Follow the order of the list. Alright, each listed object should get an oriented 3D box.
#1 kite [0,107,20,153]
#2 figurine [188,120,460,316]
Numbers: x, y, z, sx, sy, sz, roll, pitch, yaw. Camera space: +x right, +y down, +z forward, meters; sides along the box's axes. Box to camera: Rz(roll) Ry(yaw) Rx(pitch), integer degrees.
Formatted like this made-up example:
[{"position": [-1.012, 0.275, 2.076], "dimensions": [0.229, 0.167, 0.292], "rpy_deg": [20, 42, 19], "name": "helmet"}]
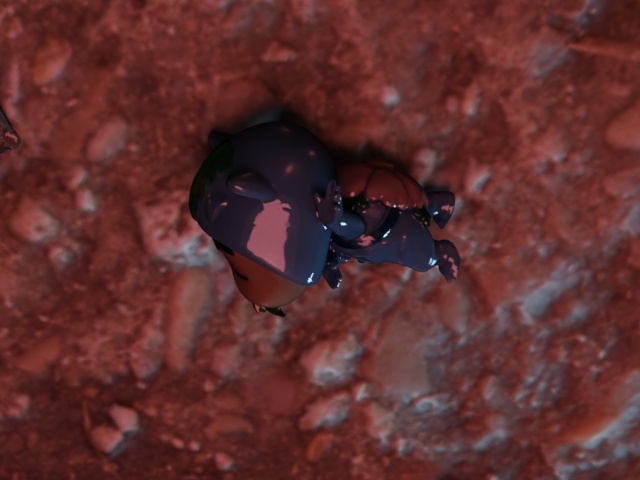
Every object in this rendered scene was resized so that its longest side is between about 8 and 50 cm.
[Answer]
[{"position": [-0.338, -0.109, 1.110], "dimensions": [0.314, 0.011, 0.335], "rpy_deg": [21, 118, -15], "name": "kite"}, {"position": [-0.002, 0.000, 1.145], "dimensions": [0.178, 0.114, 0.144], "rpy_deg": [9, 123, -18], "name": "figurine"}]
